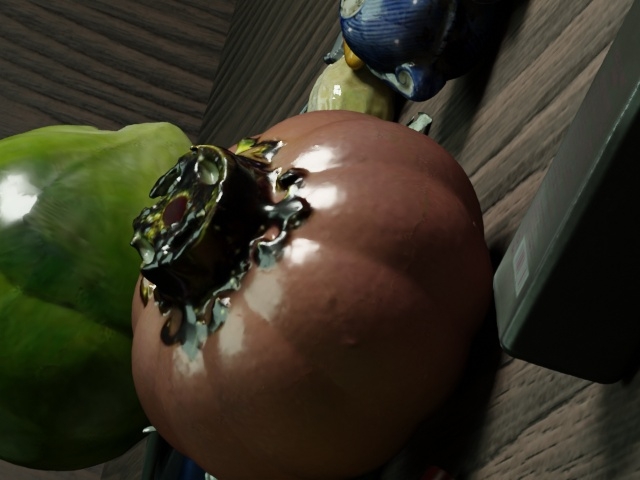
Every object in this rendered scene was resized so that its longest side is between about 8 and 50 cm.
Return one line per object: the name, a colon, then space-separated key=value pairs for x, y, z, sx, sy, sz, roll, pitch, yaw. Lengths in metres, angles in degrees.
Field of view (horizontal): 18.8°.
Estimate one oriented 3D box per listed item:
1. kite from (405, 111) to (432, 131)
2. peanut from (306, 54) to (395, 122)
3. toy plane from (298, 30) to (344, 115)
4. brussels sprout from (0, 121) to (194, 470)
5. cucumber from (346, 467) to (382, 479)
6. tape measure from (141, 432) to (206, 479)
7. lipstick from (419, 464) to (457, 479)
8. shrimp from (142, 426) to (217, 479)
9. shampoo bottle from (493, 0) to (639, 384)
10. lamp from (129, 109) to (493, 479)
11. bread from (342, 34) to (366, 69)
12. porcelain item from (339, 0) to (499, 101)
kite: x=0.000 y=0.000 z=1.772 sx=0.314 sy=0.011 sz=0.335 roll=-47 pitch=32 yaw=-9
peanut: x=0.026 y=-0.100 z=1.944 sx=0.098 sy=0.090 sz=0.214 roll=111 pitch=170 yaw=-55
toy plane: x=0.040 y=-0.205 z=2.149 sx=0.226 sy=0.058 sz=0.226 roll=-38 pitch=32 yaw=44
brussels sprout: x=-0.242 y=0.035 z=1.852 sx=0.354 sy=0.289 sz=0.281 roll=-51 pitch=-16 yaw=-36
cucumber: x=0.001 y=0.167 z=1.555 sx=0.035 sy=0.107 sz=0.067 roll=14 pitch=77 yaw=62
tape measure: x=-0.074 y=0.156 z=1.901 sx=0.259 sy=0.138 sz=0.262 roll=-91 pitch=21 yaw=-58
lipstick: x=0.035 y=0.227 z=1.309 sx=0.176 sy=0.027 sz=0.027 roll=-52 pitch=2 yaw=-22
shrimp: x=-0.058 y=0.221 z=1.689 sx=0.221 sy=0.166 sz=0.410 roll=47 pitch=139 yaw=41
shampoo bottle: x=0.176 y=-0.040 z=1.049 sx=0.080 sy=0.079 sz=0.246 roll=-90 pitch=20 yaw=-56
lamp: x=-0.023 y=0.034 z=1.430 sx=0.305 sy=0.239 sz=0.305 roll=-36 pitch=34 yaw=30
bread: x=0.073 y=-0.243 z=1.976 sx=0.200 sy=0.077 sz=0.116 roll=-90 pitch=20 yaw=-65
porcelain item: x=0.124 y=-0.251 z=1.626 sx=0.288 sy=0.138 sz=0.186 roll=-64 pitch=29 yaw=19
